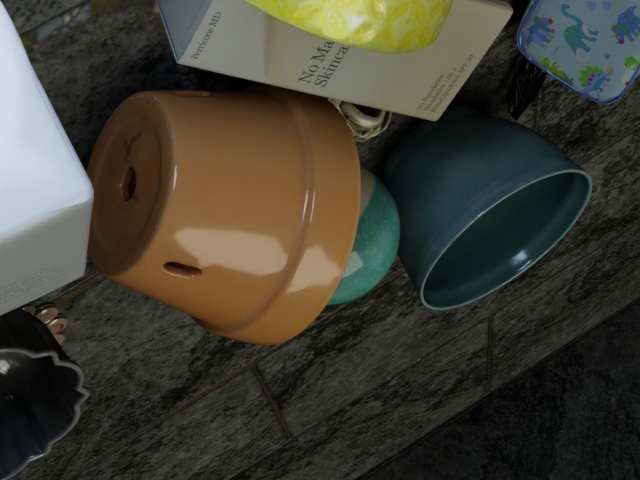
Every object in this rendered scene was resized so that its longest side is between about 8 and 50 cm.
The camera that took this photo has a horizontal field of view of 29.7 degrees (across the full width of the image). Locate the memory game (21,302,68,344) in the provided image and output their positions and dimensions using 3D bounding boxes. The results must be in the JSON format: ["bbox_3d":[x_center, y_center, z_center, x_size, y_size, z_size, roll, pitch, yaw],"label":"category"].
[{"bbox_3d":[-0.410,0.142,1.551,0.186,0.012,0.186,-28,154,-15],"label":"memory game"}]

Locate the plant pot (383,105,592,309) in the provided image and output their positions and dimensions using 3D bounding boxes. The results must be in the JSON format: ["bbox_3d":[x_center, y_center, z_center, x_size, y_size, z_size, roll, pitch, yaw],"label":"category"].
[{"bbox_3d":[0.212,-0.067,1.731,0.293,0.196,0.293,-29,154,-15],"label":"plant pot"}]

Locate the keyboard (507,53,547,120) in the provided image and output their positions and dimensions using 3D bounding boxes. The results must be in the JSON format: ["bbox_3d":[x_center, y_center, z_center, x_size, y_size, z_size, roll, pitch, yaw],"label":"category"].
[{"bbox_3d":[0.304,-0.255,1.725,0.100,0.038,0.192,-48,163,-33],"label":"keyboard"}]

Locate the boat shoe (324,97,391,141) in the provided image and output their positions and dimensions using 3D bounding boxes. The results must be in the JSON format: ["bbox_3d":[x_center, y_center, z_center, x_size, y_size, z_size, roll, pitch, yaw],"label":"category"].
[{"bbox_3d":[0.031,-0.164,1.453,0.109,0.098,0.302,-18,150,-31],"label":"boat shoe"}]

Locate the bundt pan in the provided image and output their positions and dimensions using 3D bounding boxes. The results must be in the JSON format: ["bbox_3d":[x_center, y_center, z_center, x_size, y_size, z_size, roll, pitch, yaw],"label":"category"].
[{"bbox_3d":[-0.450,0.182,1.424,0.330,0.124,0.331,-22,149,-14],"label":"bundt pan"}]

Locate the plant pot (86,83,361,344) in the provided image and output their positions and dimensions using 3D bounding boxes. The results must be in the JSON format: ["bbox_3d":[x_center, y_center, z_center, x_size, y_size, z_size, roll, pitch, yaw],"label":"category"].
[{"bbox_3d":[-0.124,-0.041,1.304,0.203,0.291,0.291,11,131,-36],"label":"plant pot"}]

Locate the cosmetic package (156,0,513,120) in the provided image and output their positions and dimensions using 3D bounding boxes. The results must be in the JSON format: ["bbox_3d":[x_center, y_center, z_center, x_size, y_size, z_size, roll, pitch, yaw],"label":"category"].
[{"bbox_3d":[0.015,-0.234,1.191,0.309,0.113,0.160,7,134,-31],"label":"cosmetic package"}]

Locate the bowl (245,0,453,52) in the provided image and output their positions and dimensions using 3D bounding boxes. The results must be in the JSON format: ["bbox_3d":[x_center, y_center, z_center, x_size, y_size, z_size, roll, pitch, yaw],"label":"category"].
[{"bbox_3d":[0.009,-0.301,0.981,0.289,0.289,0.156,-7,138,-45],"label":"bowl"}]

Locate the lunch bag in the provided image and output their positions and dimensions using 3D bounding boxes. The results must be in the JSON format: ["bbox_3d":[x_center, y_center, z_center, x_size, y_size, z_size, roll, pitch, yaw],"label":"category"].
[{"bbox_3d":[0.360,-0.300,1.538,0.090,0.176,0.219,-49,168,-44],"label":"lunch bag"}]

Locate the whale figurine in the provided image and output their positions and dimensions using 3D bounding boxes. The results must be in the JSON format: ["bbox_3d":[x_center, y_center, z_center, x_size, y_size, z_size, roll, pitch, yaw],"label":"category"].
[{"bbox_3d":[0.000,0.000,1.477,0.216,0.141,0.272,-54,-164,-15],"label":"whale figurine"}]

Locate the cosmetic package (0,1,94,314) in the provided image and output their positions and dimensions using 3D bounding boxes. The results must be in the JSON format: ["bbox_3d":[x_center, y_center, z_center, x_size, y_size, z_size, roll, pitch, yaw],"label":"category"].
[{"bbox_3d":[-0.290,-0.062,0.895,0.161,0.230,0.453,-27,178,-14],"label":"cosmetic package"}]
